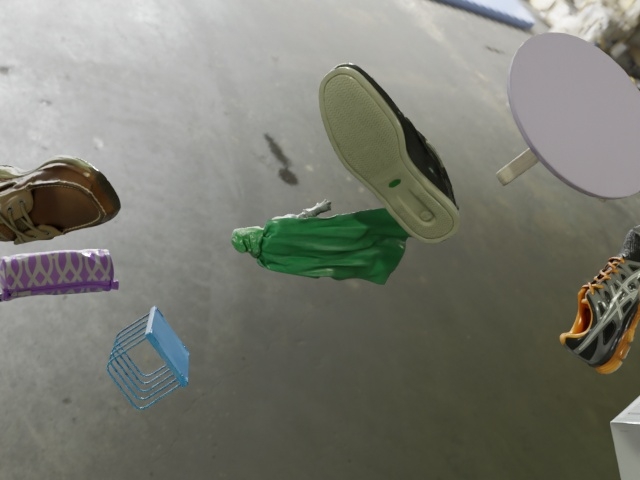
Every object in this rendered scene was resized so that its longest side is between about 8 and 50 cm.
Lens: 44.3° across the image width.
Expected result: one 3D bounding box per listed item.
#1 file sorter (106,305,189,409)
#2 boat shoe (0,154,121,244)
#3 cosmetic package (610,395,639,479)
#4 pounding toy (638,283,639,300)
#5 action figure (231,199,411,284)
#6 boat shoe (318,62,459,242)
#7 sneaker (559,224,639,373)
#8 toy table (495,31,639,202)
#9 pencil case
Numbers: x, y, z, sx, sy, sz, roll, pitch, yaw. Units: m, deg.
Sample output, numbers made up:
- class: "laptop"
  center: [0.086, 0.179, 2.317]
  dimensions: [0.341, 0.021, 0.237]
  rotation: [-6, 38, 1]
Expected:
- class: "file sorter"
  center: [-0.318, 0.216, 1.447]
  dimensions: [0.118, 0.104, 0.170]
  rotation: [58, -1, -14]
- class: "boat shoe"
  center: [-0.432, -0.043, 1.177]
  dimensions: [0.120, 0.324, 0.122]
  rotation: [-54, 128, -37]
- class: "cosmetic package"
  center: [0.564, 0.343, 1.192]
  dimensions: [0.225, 0.138, 0.224]
  rotation: [-16, 96, -45]
- class: "pounding toy"
  center: [0.448, 0.062, 0.790]
  dimensions: [0.110, 0.183, 0.237]
  rotation: [26, 18, -47]
- class: "action figure"
  center: [0.000, 0.000, 0.976]
  dimensions: [0.232, 0.137, 0.063]
  rotation: [0, 37, -28]
- class: "boat shoe"
  center: [0.077, -0.101, 0.865]
  dimensions: [0.233, 0.084, 0.079]
  rotation: [50, 36, -26]
- class: "sneaker"
  center: [0.405, 0.074, 1.092]
  dimensions: [0.083, 0.215, 0.084]
  rotation: [23, -7, -2]
- class: "toy table"
  center: [0.393, -0.181, 1.229]
  dimensions: [0.161, 0.252, 0.274]
  rotation: [54, 12, -85]
- class: "pencil case"
  center: [-0.480, 0.063, 1.429]
  dimensions: [0.206, 0.086, 0.088]
  rotation: [-7, 34, -25]
